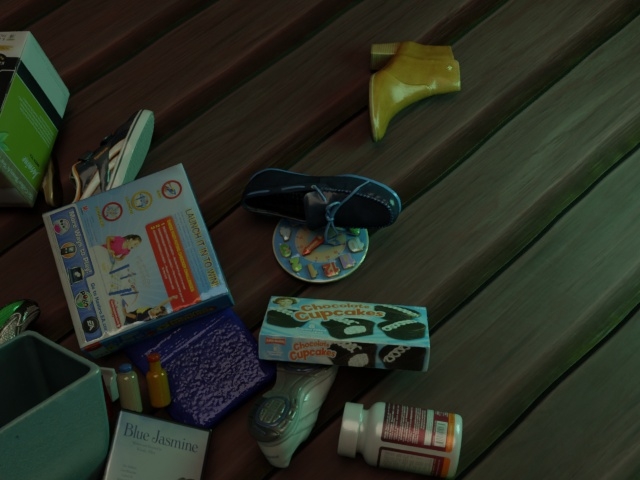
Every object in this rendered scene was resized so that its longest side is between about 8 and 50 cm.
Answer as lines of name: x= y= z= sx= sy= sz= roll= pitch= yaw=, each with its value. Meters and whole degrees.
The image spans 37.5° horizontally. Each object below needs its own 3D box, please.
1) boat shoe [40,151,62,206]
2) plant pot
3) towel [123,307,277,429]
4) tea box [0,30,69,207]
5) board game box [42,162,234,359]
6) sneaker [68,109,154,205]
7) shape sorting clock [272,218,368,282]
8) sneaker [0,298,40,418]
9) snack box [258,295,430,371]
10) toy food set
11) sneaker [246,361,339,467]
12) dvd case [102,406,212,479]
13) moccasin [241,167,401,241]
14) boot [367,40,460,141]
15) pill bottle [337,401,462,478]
boat shoe: x=-0.607 y=-0.134 z=2.092 sx=0.048 sy=0.056 sz=0.153 roll=-17 pitch=61 yaw=2
plant pot: x=-0.525 y=0.352 z=1.677 sx=0.247 sy=0.252 sz=0.248 roll=17 pitch=37 yaw=41
towel: x=-0.251 y=0.221 z=1.889 sx=0.227 sy=0.076 sz=0.308 roll=-37 pitch=67 yaw=-10
tea box: x=-0.769 y=-0.260 z=2.041 sx=0.329 sy=0.220 sz=0.324 roll=2 pitch=60 yaw=14
board game box: x=-0.365 y=0.039 z=1.886 sx=0.301 sy=0.086 sz=0.308 roll=-20 pitch=68 yaw=-4
sneaker: x=-0.468 y=-0.163 z=2.063 sx=0.127 sy=0.126 sz=0.321 roll=17 pitch=64 yaw=3
shape sorting clock: x=0.000 y=0.000 z=2.018 sx=0.206 sy=0.040 sz=0.206 roll=0 pitch=62 yaw=0
sneaker: x=-0.624 y=0.277 z=1.840 sx=0.146 sy=0.134 sz=0.344 roll=18 pitch=72 yaw=3
snack box: x=0.049 y=0.179 z=1.850 sx=0.321 sy=0.060 sz=0.187 roll=4 pitch=19 yaw=3
toy food set: x=-0.409 y=0.269 z=1.795 sx=0.232 sy=0.105 sz=0.111 roll=3 pitch=20 yaw=23
sneaker: x=-0.044 y=0.306 z=1.817 sx=0.111 sy=0.129 sz=0.297 roll=11 pitch=40 yaw=28
dvd case: x=-0.303 y=0.443 z=1.702 sx=0.180 sy=0.022 sz=0.253 roll=16 pitch=60 yaw=-15
moccasin: x=-0.005 y=-0.063 z=1.969 sx=0.342 sy=0.138 sz=0.117 roll=5 pitch=35 yaw=25
boot: x=0.216 y=-0.347 z=2.169 sx=0.211 sy=0.104 sz=0.295 roll=3 pitch=57 yaw=3
pill bottle: x=0.148 y=0.370 z=1.770 sx=0.221 sy=0.121 sz=0.121 roll=9 pitch=62 yaw=5
